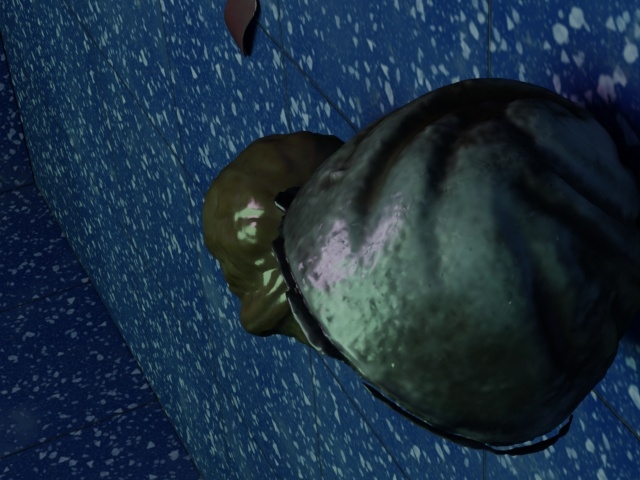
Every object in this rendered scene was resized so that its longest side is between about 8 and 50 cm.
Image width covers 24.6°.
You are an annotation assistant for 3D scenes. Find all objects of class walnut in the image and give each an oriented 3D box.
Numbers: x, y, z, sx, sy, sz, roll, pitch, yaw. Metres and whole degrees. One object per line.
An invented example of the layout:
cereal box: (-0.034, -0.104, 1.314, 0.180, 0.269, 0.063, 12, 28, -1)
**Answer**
walnut: (0.001, 0.003, 1.576, 0.273, 0.227, 0.273, 158, 90, -76)

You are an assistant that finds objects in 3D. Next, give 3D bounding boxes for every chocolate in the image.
chocolate: (0.136, -0.011, 1.144, 0.213, 0.303, 0.303, -54, 51, 31)

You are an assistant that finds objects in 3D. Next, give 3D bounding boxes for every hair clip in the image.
hair clip: (-0.106, -0.289, 1.927, 0.054, 0.022, 0.137, 62, 161, 17)
